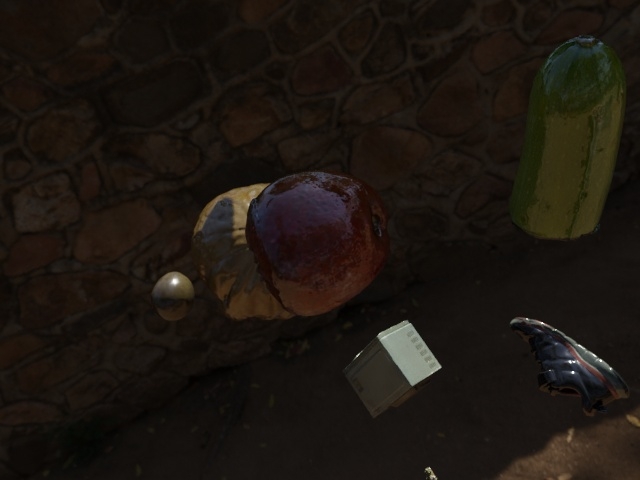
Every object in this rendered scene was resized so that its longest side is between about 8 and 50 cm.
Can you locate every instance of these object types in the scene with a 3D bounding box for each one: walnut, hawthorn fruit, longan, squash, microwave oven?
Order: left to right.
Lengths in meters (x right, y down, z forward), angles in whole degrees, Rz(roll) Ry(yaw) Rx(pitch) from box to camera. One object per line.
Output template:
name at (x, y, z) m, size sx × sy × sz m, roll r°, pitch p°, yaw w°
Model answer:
longan at (-0.323, 0.123, 1.257) m, size 0.092 × 0.113 × 0.113 m, roll 0°, pitch 32°, yaw -1°
walnut at (-0.117, 0.029, 1.192) m, size 0.333 × 0.332 × 0.332 m, roll -18°, pitch 30°, yaw 11°
hawthorn fruit at (0.000, 0.000, 0.679) m, size 0.173 × 0.172 × 0.173 m, roll -18°, pitch 30°, yaw 11°
microwave oven at (0.177, 0.316, 1.411) m, size 0.129 × 0.205 × 0.163 m, roll -21°, pitch 67°, yaw -37°
squash at (0.238, -0.100, 0.538) m, size 0.095 × 0.188 × 0.095 m, roll -2°, pitch 38°, yaw 2°

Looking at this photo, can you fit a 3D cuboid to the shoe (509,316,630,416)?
shoe at (0.551, 0.293, 1.320) m, size 0.137 × 0.114 × 0.291 m, roll -49°, pitch 51°, yaw 1°

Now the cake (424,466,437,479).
cake at (0.233, 0.498, 1.095) m, size 0.055 × 0.139 × 0.051 m, roll -9°, pitch 14°, yaw -6°
